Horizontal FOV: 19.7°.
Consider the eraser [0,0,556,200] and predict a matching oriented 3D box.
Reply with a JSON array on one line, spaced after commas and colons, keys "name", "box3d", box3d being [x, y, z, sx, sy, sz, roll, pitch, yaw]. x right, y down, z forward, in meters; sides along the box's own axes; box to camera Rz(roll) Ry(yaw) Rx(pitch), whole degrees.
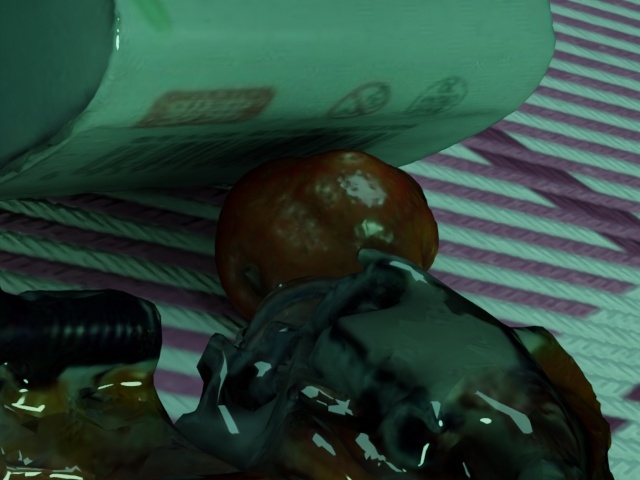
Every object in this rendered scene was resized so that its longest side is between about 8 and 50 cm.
[{"name": "eraser", "box3d": [-0.042, -0.068, 0.750, 0.227, 0.174, 0.081, -7, 82, -42]}]

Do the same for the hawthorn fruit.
[{"name": "hawthorn fruit", "box3d": [0.000, 0.000, 0.736, 0.093, 0.093, 0.093, 17, 29, -10]}]

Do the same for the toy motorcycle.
[{"name": "toy motorcycle", "box3d": [-0.034, 0.075, 0.531, 0.401, 0.134, 0.207, 1, 35, -37]}]
